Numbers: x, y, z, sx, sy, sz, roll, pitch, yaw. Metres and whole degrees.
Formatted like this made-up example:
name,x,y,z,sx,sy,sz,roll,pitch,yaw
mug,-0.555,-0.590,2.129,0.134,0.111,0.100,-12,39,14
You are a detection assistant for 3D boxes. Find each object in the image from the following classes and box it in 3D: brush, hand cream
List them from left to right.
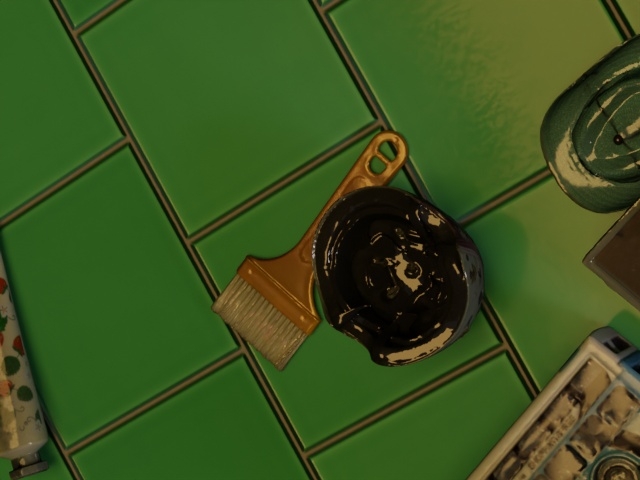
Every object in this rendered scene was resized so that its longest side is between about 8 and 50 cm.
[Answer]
name,x,y,z,sx,sy,sz,roll,pitch,yaw
hand cream,-0.351,0.120,1.866,0.095,0.059,0.276,-20,84,21
brush,0.000,0.000,1.732,0.103,0.013,0.272,41,108,12

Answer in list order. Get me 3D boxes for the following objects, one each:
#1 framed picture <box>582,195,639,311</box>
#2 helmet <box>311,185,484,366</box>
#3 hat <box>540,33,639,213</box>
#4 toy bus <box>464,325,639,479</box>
name,x,y,z,sx,sy,sz,roll,pitch,yaw
framed picture,0.384,-0.014,1.539,0.189,0.023,0.260,38,110,-7
helmet,0.087,0.033,1.654,0.177,0.107,0.153,47,115,31
hat,0.283,-0.101,1.570,0.191,0.078,0.138,-37,86,22
toy bus,0.218,0.228,1.624,0.131,0.106,0.297,43,108,14
